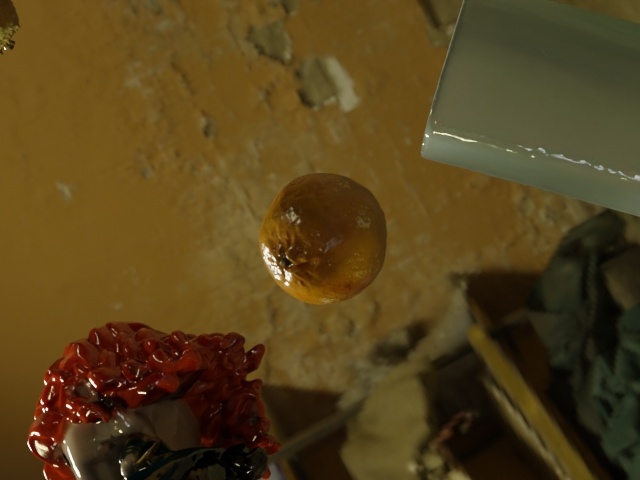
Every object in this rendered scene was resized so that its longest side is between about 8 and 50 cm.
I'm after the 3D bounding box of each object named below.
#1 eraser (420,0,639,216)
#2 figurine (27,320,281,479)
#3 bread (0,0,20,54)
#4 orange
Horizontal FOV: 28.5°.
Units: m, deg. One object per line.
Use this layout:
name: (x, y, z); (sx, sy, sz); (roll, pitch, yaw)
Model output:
eraser: (0.258, -0.129, 1.207); (0.104, 0.290, 0.189); (96, -170, -70)
figurine: (-0.186, 0.253, 1.348); (0.241, 0.306, 0.411); (33, -151, -27)
bread: (-0.569, -0.339, 1.844); (0.340, 0.194, 0.179); (-18, 90, 64)
orange: (0.002, -0.002, 1.662); (0.155, 0.177, 0.177); (8, -132, -54)
